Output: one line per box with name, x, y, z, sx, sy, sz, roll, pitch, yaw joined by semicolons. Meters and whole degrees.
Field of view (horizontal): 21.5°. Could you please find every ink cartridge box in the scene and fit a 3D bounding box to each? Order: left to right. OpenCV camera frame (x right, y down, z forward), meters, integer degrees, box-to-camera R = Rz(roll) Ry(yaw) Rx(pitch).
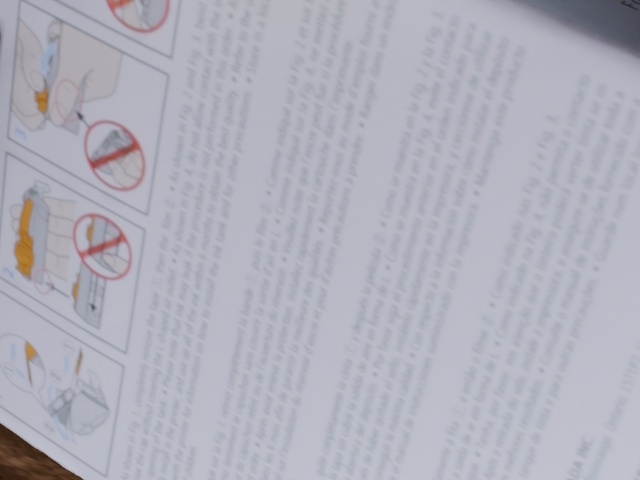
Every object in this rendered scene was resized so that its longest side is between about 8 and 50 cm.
ink cartridge box;0.000;0.000;0.661;0.385;0.091;0.308;29;128;21
